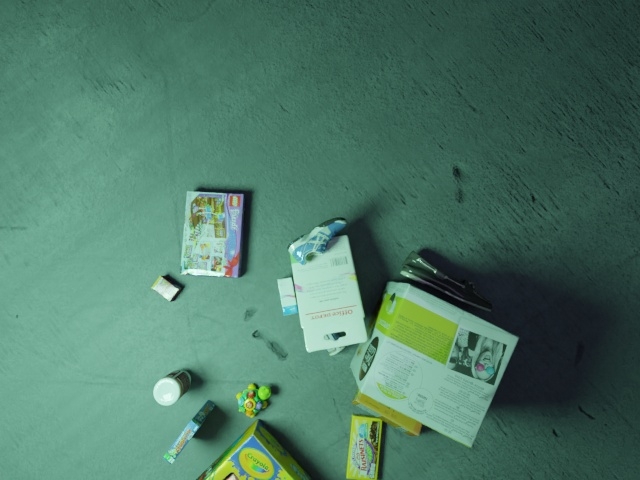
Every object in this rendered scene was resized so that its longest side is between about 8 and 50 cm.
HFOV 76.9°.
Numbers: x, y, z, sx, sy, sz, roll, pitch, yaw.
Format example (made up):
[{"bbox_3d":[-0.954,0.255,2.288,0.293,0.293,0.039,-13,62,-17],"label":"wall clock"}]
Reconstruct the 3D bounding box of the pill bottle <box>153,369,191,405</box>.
[{"bbox_3d":[-0.478,0.476,1.322,0.085,0.152,0.086,0,85,-1],"label":"pill bottle"}]

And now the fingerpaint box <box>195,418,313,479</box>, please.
[{"bbox_3d":[-0.192,0.885,1.279,0.371,0.163,0.445,-42,87,-6],"label":"fingerpaint box"}]

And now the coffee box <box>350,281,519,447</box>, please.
[{"bbox_3d":[0.318,0.350,1.249,0.337,0.337,0.335,26,85,1],"label":"coffee box"}]

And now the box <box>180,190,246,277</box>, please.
[{"bbox_3d":[-0.373,-0.020,1.415,0.200,0.057,0.294,3,85,0],"label":"box"}]

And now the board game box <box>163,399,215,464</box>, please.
[{"bbox_3d":[-0.412,0.603,1.287,0.035,0.201,0.136,37,86,2],"label":"board game box"}]

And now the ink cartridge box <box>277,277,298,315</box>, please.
[{"bbox_3d":[-0.110,0.189,1.383,0.052,0.088,0.123,-12,85,-1],"label":"ink cartridge box"}]

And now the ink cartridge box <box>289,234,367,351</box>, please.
[{"bbox_3d":[0.025,0.178,1.332,0.206,0.119,0.354,-9,70,-1],"label":"ink cartridge box"}]

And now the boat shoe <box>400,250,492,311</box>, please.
[{"bbox_3d":[0.442,0.140,1.383,0.334,0.112,0.096,24,90,5],"label":"boat shoe"}]

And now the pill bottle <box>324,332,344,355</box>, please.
[{"bbox_3d":[0.029,0.327,1.383,0.067,0.067,0.120,-32,86,-3],"label":"pill bottle"}]

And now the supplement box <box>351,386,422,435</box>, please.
[{"bbox_3d":[0.226,0.563,1.352,0.233,0.080,0.078,30,61,1],"label":"supplement box"}]

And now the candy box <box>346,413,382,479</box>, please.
[{"bbox_3d":[0.149,0.703,1.371,0.105,0.027,0.206,6,85,2],"label":"candy box"}]

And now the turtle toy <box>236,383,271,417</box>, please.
[{"bbox_3d":[-0.223,0.537,1.362,0.130,0.066,0.095,-37,86,-4],"label":"turtle toy"}]

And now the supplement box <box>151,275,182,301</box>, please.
[{"bbox_3d":[-0.533,0.167,1.403,0.083,0.043,0.055,36,85,3],"label":"supplement box"}]

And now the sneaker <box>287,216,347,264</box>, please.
[{"bbox_3d":[0.000,0.000,1.300,0.211,0.080,0.081,-33,77,0],"label":"sneaker"}]
